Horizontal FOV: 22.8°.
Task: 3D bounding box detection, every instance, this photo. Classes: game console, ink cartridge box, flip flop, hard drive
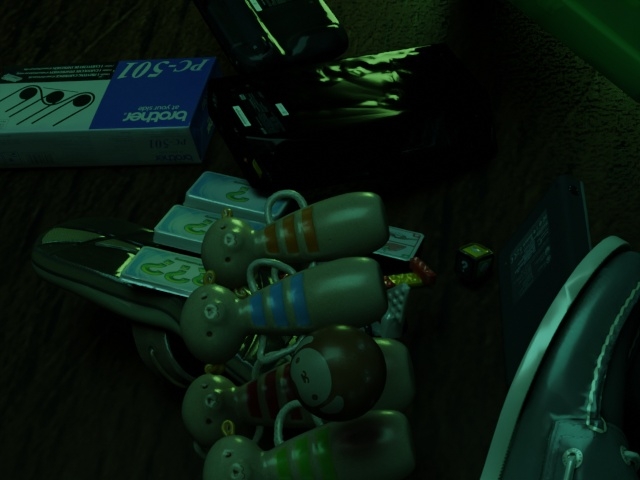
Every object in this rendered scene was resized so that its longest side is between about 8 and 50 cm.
[{"bbox_3d":[-0.009,-0.164,1.361,0.213,0.044,0.361,-10,39,-18],"label":"game console"},{"bbox_3d":[-0.194,-0.112,1.397,0.207,0.046,0.097,0,45,17],"label":"ink cartridge box"},{"bbox_3d":[-0.098,0.063,1.147,0.277,0.080,0.112,22,27,27],"label":"flip flop"},{"bbox_3d":[0.155,0.032,1.097,0.022,0.094,0.135,21,41,-16],"label":"hard drive"}]

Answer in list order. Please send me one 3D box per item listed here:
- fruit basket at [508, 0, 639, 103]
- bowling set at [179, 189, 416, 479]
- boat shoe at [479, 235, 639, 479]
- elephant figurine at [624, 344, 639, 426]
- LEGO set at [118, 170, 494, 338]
[{"bbox_3d":[0.173,-0.292,1.307,0.392,0.392,0.283,8,54,25],"label":"fruit basket"},{"bbox_3d":[-0.028,0.082,0.951,0.154,0.200,0.287,-12,70,8],"label":"bowling set"},{"bbox_3d":[0.142,0.153,0.901,0.099,0.116,0.319,18,76,23],"label":"boat shoe"},{"bbox_3d":[0.270,0.092,0.929,0.169,0.186,0.239,0,30,-14],"label":"elephant figurine"},{"bbox_3d":[0.000,0.000,1.151,0.244,0.060,0.182,14,28,11],"label":"LEGO set"}]
